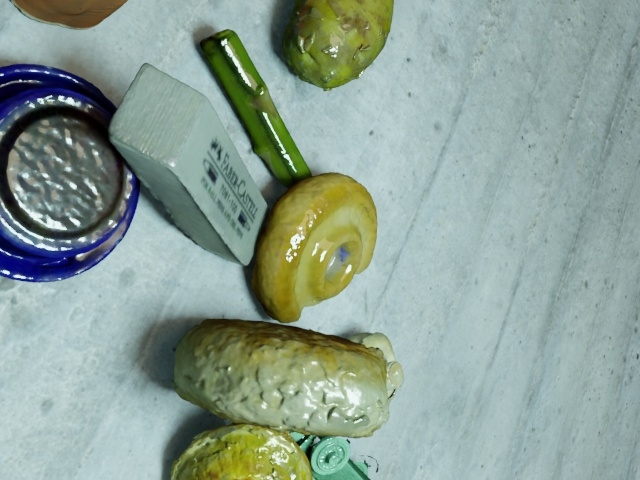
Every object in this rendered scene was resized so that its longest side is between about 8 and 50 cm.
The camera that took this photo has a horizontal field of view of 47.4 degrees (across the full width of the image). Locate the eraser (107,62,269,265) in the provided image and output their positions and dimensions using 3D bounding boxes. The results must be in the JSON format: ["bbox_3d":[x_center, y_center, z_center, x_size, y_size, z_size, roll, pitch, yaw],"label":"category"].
[{"bbox_3d":[-0.162,-0.083,0.990,0.352,0.077,0.111,65,44,-61],"label":"eraser"}]

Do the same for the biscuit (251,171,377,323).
[{"bbox_3d":[0.001,0.000,1.187,0.274,0.091,0.213,-36,135,-35],"label":"biscuit"}]

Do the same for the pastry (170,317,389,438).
[{"bbox_3d":[-0.043,0.189,1.022,0.330,0.330,0.136,16,82,-43],"label":"pastry"}]

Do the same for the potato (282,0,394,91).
[{"bbox_3d":[0.040,-0.382,1.225,0.176,0.141,0.298,48,58,-43],"label":"potato"}]

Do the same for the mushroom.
[{"bbox_3d":[0.084,0.236,1.268,0.154,0.123,0.154,2,88,-51],"label":"mushroom"}]

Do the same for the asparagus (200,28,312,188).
[{"bbox_3d":[-0.098,-0.202,1.143,0.060,0.067,0.277,-76,144,-55],"label":"asparagus"}]

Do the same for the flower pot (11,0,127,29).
[{"bbox_3d":[-0.287,-0.373,0.891,0.191,0.173,0.190,4,85,-43],"label":"flower pot"}]

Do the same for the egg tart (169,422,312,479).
[{"bbox_3d":[-0.113,0.354,1.034,0.213,0.090,0.212,-2,110,-4],"label":"egg tart"}]

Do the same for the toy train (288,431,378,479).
[{"bbox_3d":[-0.002,0.408,1.204,0.190,0.126,0.307,-38,120,-2],"label":"toy train"}]

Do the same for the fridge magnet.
[{"bbox_3d":[-0.331,-0.080,0.880,0.266,0.113,0.265,-2,93,-44],"label":"fridge magnet"}]
